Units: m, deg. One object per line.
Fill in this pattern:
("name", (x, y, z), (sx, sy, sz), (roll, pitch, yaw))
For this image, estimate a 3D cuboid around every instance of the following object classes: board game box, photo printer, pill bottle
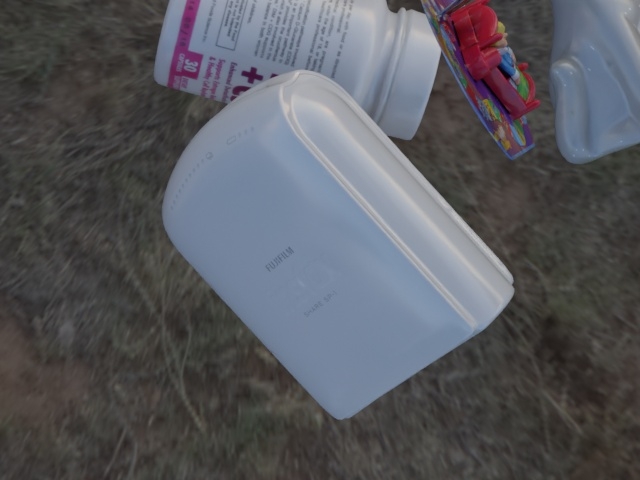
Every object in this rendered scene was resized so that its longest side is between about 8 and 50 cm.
("board game box", (0.123, -0.126, 1.112), (0.033, 0.168, 0.133), (-28, 90, 19))
("photo printer", (0.000, 0.000, 1.515), (0.307, 0.107, 0.256), (48, 137, -3))
("pill bottle", (-0.022, -0.207, 1.694), (0.283, 0.160, 0.160), (15, 96, -4))

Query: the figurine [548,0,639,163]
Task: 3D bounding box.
("figurine", (0.206, -0.177, 1.060), (0.215, 0.092, 0.209), (-23, 92, -41))
